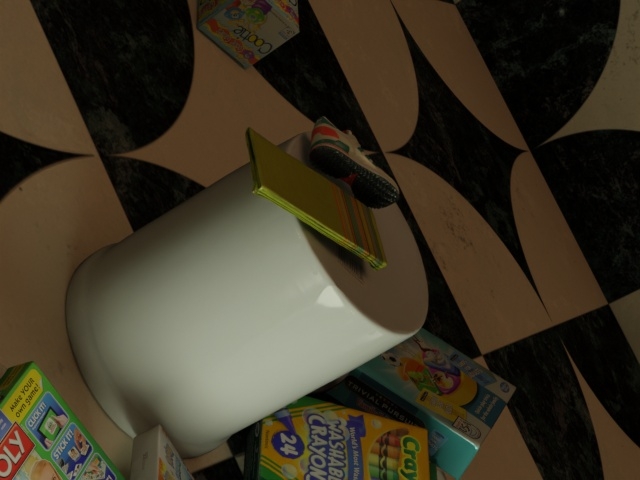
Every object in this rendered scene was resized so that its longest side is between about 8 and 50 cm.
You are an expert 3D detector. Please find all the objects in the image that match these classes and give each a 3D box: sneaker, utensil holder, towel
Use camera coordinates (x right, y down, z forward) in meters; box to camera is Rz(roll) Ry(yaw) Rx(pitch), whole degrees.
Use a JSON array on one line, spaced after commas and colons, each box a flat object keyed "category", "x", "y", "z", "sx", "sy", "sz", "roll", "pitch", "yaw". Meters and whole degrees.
[{"category": "sneaker", "x": 0.047, "y": -0.105, "z": 1.615, "sx": 0.161, "sy": 0.057, "sz": 0.075, "roll": 32, "pitch": 43, "yaw": -37}, {"category": "utensil holder", "x": -0.094, "y": 0.072, "z": 1.688, "sx": 0.327, "sy": 0.385, "sz": 0.327, "roll": 41, "pitch": 31, "yaw": -32}, {"category": "towel", "x": -0.005, "y": -0.047, "z": 1.514, "sx": 0.237, "sy": 0.021, "sz": 0.102, "roll": 32, "pitch": 32, "yaw": -41}]

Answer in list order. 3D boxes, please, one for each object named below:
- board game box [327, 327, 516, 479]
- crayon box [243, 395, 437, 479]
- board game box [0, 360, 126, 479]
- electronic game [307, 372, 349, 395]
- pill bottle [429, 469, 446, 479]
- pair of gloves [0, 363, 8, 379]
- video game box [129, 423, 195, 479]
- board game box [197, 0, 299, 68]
[{"category": "board game box", "x": 0.143, "y": 0.232, "z": 2.104, "sx": 0.336, "sy": 0.079, "sz": 0.254, "roll": 33, "pitch": 25, "yaw": 10}, {"category": "crayon box", "x": 0.049, "y": 0.352, "z": 1.834, "sx": 0.323, "sy": 0.083, "sz": 0.203, "roll": 18, "pitch": 42, "yaw": -16}, {"category": "board game box", "x": -0.338, "y": 0.311, "z": 1.341, "sx": 0.213, "sy": 0.046, "sz": 0.317, "roll": 58, "pitch": 32, "yaw": -23}, {"category": "electronic game", "x": -0.049, "y": 0.146, "z": 1.972, "sx": 0.229, "sy": 0.048, "sz": 0.229, "roll": 13, "pitch": 49, "yaw": -15}, {"category": "pill bottle", "x": 0.182, "y": 0.523, "z": 1.946, "sx": 0.169, "sy": 0.169, "sz": 0.301, "roll": 17, "pitch": 49, "yaw": -53}, {"category": "pair of gloves", "x": -0.343, "y": 0.259, "z": 1.457, "sx": 0.240, "sy": 0.042, "sz": 0.204, "roll": 46, "pitch": 30, "yaw": -27}, {"category": "video game box", "x": -0.173, "y": 0.345, "z": 1.547, "sx": 0.187, "sy": 0.048, "sz": 0.205, "roll": 59, "pitch": 0, "yaw": -13}, {"category": "board game box", "x": -0.142, "y": -0.499, "z": 2.437, "sx": 0.144, "sy": 0.142, "sz": 0.275, "roll": 37, "pitch": 34, "yaw": -37}]
